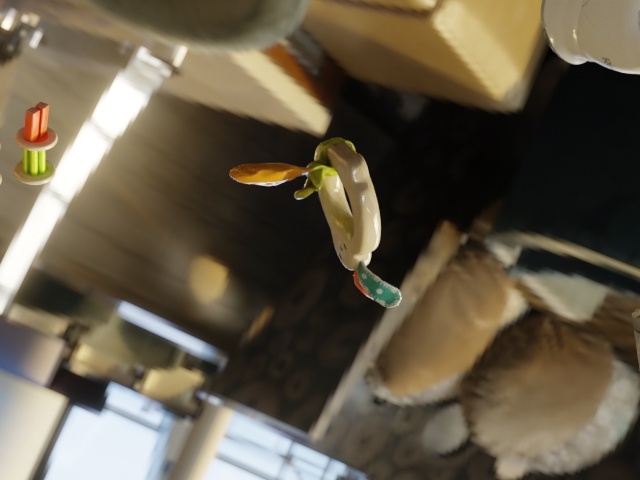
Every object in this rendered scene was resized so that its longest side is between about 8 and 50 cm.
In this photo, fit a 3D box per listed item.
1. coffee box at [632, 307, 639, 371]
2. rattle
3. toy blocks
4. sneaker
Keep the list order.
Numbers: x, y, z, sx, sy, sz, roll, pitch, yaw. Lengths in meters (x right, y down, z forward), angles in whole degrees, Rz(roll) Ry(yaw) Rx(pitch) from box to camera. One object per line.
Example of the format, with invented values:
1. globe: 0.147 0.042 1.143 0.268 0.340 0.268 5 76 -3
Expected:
1. coffee box: 0.407 0.088 1.307 0.098 0.141 0.246 22 142 -32
2. rattle: 0.000 0.000 1.595 0.130 0.143 0.200 26 132 45
3. toy blocks: -0.379 -0.136 1.786 0.123 0.148 0.054 -10 -138 -22
4. sneaker: 0.291 -0.265 1.173 0.111 0.297 0.129 7 -161 -40
